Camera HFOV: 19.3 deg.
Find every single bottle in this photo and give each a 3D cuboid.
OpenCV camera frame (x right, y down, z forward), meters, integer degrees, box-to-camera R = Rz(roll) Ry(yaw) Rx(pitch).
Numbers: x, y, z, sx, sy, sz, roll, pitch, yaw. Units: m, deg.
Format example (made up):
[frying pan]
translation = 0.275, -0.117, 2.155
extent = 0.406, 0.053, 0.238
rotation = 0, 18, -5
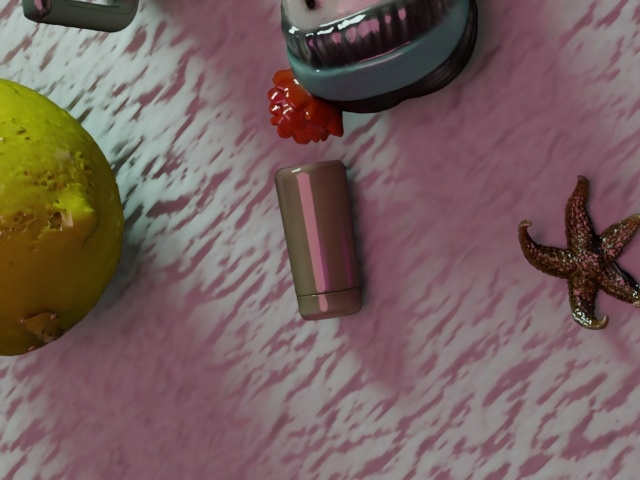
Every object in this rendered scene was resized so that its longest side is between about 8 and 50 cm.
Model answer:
[bottle]
translation = 0.000, 0.000, 1.170
extent = 0.045, 0.045, 0.096
rotation = -8, 92, 27

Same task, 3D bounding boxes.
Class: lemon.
[lemon]
translation = -0.217, -0.017, 1.206
extent = 0.206, 0.173, 0.173
rotation = 30, 106, 31

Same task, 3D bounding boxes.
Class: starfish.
[starfish]
translation = 0.155, 0.007, 1.101
extent = 0.078, 0.028, 0.091
rotation = -7, 88, 21

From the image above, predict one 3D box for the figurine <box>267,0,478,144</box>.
[figurine]
translation = 0.009, -0.189, 1.122
extent = 0.138, 0.110, 0.245
rotation = -20, 81, 36

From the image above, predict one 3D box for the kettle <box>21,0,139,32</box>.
[kettle]
translation = -0.147, -0.205, 1.170
extent = 0.098, 0.148, 0.127
rotation = 30, 107, 21
